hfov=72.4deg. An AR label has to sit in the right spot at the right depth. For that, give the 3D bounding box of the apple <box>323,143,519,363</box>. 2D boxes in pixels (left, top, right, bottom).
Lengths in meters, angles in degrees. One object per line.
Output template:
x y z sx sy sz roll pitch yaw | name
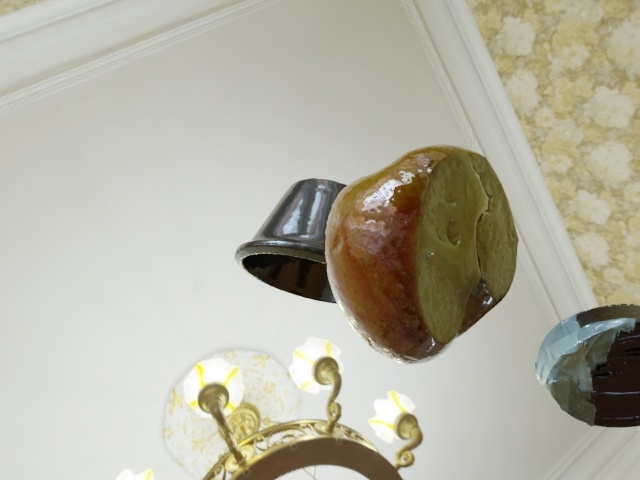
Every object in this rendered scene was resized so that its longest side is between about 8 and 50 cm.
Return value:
0.088 0.012 0.401 0.195 0.160 0.173 -25 -92 -35 | apple

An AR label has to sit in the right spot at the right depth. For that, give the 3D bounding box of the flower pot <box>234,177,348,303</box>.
0.000 0.000 0.769 0.269 0.269 0.166 24 -115 -18 | flower pot

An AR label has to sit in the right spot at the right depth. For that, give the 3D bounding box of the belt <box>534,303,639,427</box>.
0.393 0.164 0.580 0.199 0.078 0.151 -16 -79 12 | belt
